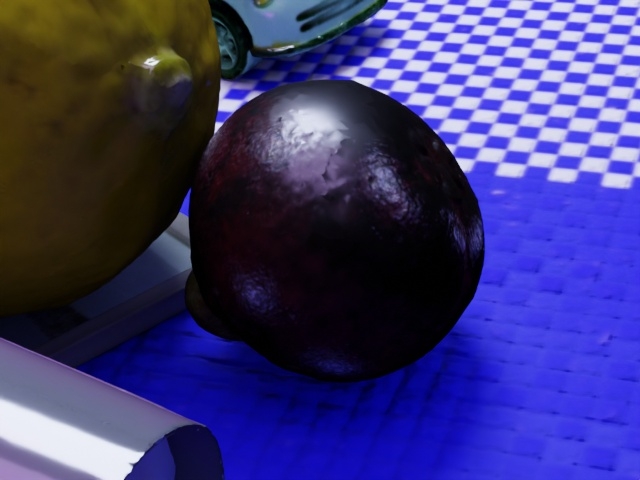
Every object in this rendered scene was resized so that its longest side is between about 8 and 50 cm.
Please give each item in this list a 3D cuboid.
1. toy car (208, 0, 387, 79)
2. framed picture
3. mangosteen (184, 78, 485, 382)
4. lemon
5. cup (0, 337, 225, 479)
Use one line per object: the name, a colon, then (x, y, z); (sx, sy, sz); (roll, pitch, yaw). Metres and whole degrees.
toy car: (-0.096, -0.219, 1.003); (0.306, 0.125, 0.136); (24, 44, 35)
framed picture: (-0.209, 0.002, 0.781); (0.213, 0.016, 0.289); (-28, 39, -29)
mangosteen: (0.000, 0.000, 0.650); (0.153, 0.152, 0.152); (-4, 33, 3)
lemon: (-0.189, -0.086, 0.680); (0.320, 0.245, 0.245); (12, 37, 35)
cup: (-0.194, 0.091, 0.506); (0.289, 0.203, 0.203); (14, 38, 17)
